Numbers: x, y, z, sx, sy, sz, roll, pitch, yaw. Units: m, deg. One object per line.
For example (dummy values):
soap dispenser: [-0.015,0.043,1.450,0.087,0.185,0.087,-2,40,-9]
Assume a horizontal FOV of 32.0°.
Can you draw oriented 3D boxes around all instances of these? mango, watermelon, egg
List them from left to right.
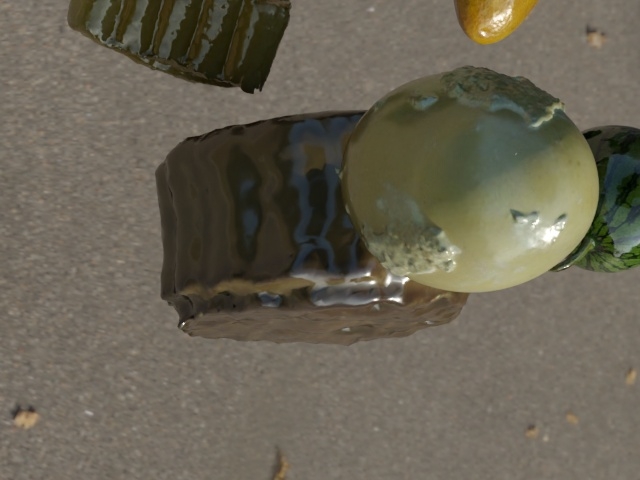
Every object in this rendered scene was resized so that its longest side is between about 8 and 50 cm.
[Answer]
egg: [0.105,-0.041,0.797,0.164,0.201,0.164,-7,102,-38]
mango: [0.224,-0.337,1.302,0.147,0.109,0.227,14,94,-38]
watermelon: [0.272,-0.027,1.071,0.187,0.141,0.141,-54,129,-36]

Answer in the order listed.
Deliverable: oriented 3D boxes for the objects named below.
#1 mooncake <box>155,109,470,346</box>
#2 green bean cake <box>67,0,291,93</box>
mooncake: [0.001,-0.001,1.078,0.324,0.324,0.187,8,74,-45]
green bean cake: [-0.147,-0.251,1.183,0.230,0.224,0.131,18,108,-12]
